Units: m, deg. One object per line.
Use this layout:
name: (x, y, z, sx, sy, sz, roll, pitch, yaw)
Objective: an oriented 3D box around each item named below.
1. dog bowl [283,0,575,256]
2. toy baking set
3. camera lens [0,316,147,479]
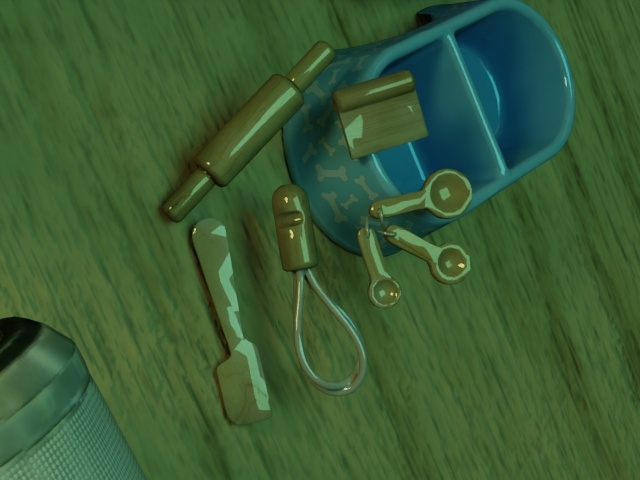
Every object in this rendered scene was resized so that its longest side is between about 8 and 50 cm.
dog bowl: (0.100, -0.101, 0.991, 0.297, 0.074, 0.166, -31, 101, -42)
toy baking set: (-0.004, -0.006, 0.849, 0.256, 0.030, 0.197, -43, 95, -10)
camera lens: (-0.166, 0.190, 0.589, 0.219, 0.219, 0.274, -35, 104, -40)
